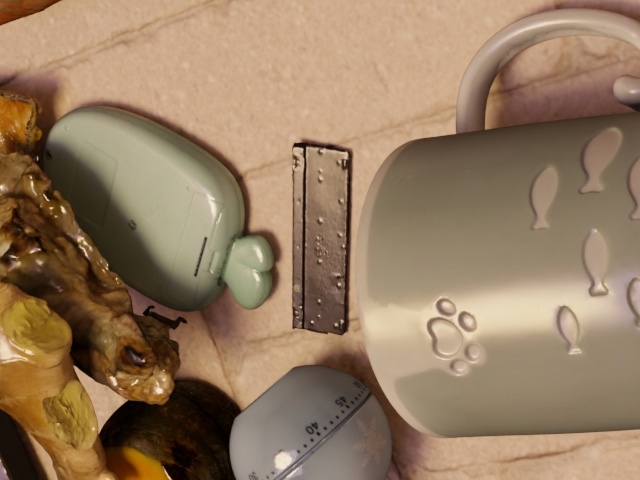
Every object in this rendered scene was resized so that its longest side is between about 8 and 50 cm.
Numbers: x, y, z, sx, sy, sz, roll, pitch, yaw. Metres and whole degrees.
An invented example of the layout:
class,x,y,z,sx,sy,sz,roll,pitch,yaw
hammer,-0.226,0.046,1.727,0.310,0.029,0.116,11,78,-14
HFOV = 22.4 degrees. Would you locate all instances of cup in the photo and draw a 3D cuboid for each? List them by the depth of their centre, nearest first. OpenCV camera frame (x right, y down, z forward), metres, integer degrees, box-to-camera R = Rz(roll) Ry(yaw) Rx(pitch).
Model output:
class,x,y,z,sx,sy,sz,roll,pitch,yaw
cup,0.213,-0.020,1.301,0.274,0.259,0.357,-5,75,33

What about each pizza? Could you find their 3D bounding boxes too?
class,x,y,z,sx,sy,sz,roll,pitch,yaw
pizza,-0.340,-0.125,1.702,0.185,0.036,0.176,53,138,8

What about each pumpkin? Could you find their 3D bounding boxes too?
class,x,y,z,sx,sy,sz,roll,pitch,yaw
pumpkin,-0.124,0.309,1.697,0.221,0.139,0.317,-8,101,40

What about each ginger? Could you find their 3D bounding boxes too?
class,x,y,z,sx,sy,sz,roll,pitch,yaw
ginger,-0.272,0.164,1.570,0.131,0.086,0.295,0,130,21

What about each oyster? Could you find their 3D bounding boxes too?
class,x,y,z,sx,sy,sz,roll,pitch,yaw
oyster,-0.257,0.052,1.628,0.337,0.133,0.198,35,152,24

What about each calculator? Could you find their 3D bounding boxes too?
class,x,y,z,sx,sy,sz,roll,pitch,yaw
calculator,-0.170,-0.027,1.645,0.295,0.042,0.184,31,123,21

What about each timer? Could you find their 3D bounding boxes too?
class,x,y,z,sx,sy,sz,roll,pitch,yaw
timer,0.010,0.243,1.572,0.175,0.175,0.255,-13,109,36

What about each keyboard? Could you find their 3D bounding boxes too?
class,x,y,z,sx,sy,sz,roll,pitch,yaw
keyboard,0.000,0.000,1.564,0.060,0.018,0.196,10,114,21

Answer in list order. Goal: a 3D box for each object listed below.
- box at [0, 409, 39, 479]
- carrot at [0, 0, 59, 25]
class,x,y,z,sx,sy,sz,roll,pitch,yaw
box,-0.453,0.290,1.936,0.289,0.073,0.290,-17,99,36
carrot,-0.252,-0.292,1.544,0.302,0.138,0.139,-26,94,44
